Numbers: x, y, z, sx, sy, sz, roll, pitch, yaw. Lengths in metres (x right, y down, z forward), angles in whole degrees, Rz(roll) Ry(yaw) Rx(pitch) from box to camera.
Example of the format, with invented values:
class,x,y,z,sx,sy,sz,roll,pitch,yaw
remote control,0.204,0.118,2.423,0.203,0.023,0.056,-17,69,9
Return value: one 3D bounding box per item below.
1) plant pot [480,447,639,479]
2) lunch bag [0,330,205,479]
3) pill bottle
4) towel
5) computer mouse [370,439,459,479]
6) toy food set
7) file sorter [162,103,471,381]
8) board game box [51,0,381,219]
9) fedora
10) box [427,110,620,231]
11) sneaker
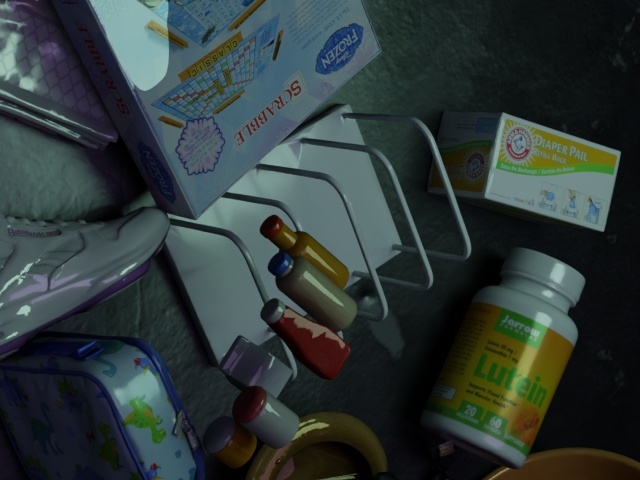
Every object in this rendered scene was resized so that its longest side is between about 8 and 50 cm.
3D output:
class,x,y,z,sx,sy,sz,roll,pitch,yaw
plant pot,0.315,0.429,1.815,0.291,0.291,0.203,-35,130,-26
lunch bag,-0.219,0.173,1.432,0.090,0.219,0.176,-35,111,-39
pill bottle,0.228,0.139,1.788,0.136,0.136,0.245,32,78,-33
towel,-0.291,-0.283,1.432,0.332,0.053,0.317,21,84,-35
computer mouse,0.115,0.307,1.706,0.184,0.060,0.262,-57,155,-18
toy food set,-0.049,0.095,1.397,0.104,0.111,0.232,41,72,-29
file sorter,0.000,0.000,1.594,0.278,0.173,0.193,-33,113,-28
board game box,-0.104,-0.241,1.510,0.319,0.066,0.318,-44,127,-29
fedora,-0.017,0.277,1.671,0.194,0.079,0.194,-5,99,-33
box,0.247,-0.084,1.789,0.203,0.114,0.103,14,87,-34
sneaker,-0.278,0.013,1.437,0.305,0.114,0.152,-29,89,-37
